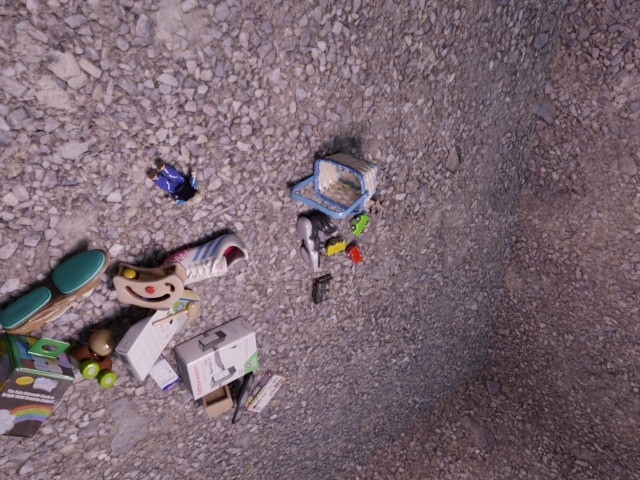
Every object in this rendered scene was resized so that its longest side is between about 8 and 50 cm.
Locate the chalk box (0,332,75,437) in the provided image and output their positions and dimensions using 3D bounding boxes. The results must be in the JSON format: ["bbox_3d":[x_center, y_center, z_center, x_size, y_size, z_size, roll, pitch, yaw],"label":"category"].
[{"bbox_3d":[-0.861,0.396,1.420,0.289,0.179,0.180,-54,138,0],"label":"chalk box"}]

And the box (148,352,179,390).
[{"bbox_3d":[-0.585,0.445,1.739,0.072,0.126,0.137,-35,136,-21],"label":"box"}]

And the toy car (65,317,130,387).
[{"bbox_3d":[-0.696,0.342,1.564,0.188,0.155,0.149,-53,140,-18],"label":"toy car"}]

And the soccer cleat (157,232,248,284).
[{"bbox_3d":[-0.399,0.081,1.641,0.331,0.143,0.116,-30,134,-23],"label":"soccer cleat"}]

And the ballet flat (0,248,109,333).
[{"bbox_3d":[-0.750,0.156,1.416,0.342,0.116,0.124,-41,158,-12],"label":"ballet flat"}]

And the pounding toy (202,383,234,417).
[{"bbox_3d":[-0.425,0.654,2.041,0.130,0.141,0.100,-19,130,-13],"label":"pounding toy"}]

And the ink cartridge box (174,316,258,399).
[{"bbox_3d":[-0.404,0.464,1.918,0.289,0.121,0.211,-23,130,-29],"label":"ink cartridge box"}]

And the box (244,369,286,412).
[{"bbox_3d":[-0.263,0.709,2.280,0.207,0.036,0.114,-52,139,0],"label":"box"}]

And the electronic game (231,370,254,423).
[{"bbox_3d":[-0.335,0.672,2.086,0.048,0.229,0.230,19,110,-2],"label":"electronic game"}]

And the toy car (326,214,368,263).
[{"bbox_3d":[0.134,-0.019,2.121,0.239,0.053,0.225,18,104,-48],"label":"toy car"}]

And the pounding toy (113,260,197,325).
[{"bbox_3d":[-0.508,0.158,1.512,0.269,0.155,0.154,15,121,-15],"label":"pounding toy"}]

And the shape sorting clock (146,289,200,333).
[{"bbox_3d":[-0.524,0.259,1.728,0.206,0.040,0.206,-34,146,-27],"label":"shape sorting clock"}]

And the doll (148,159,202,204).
[{"bbox_3d":[-0.435,-0.171,1.507,0.129,0.046,0.189,-50,138,-1],"label":"doll"}]

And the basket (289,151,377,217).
[{"bbox_3d":[0.066,-0.194,1.788,0.288,0.254,0.201,-33,138,-37],"label":"basket"}]

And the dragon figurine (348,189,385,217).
[{"bbox_3d":[0.187,-0.163,2.043,0.289,0.144,0.085,-2,119,-63],"label":"dragon figurine"}]

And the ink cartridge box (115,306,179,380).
[{"bbox_3d":[-0.573,0.324,1.622,0.189,0.066,0.233,91,15,-48],"label":"ink cartridge box"}]

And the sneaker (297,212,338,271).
[{"bbox_3d":[0.000,0.000,1.974,0.153,0.101,0.269,-27,130,-22],"label":"sneaker"}]

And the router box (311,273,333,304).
[{"bbox_3d":[0.008,0.219,2.183,0.092,0.038,0.123,-18,129,-32],"label":"router box"}]
